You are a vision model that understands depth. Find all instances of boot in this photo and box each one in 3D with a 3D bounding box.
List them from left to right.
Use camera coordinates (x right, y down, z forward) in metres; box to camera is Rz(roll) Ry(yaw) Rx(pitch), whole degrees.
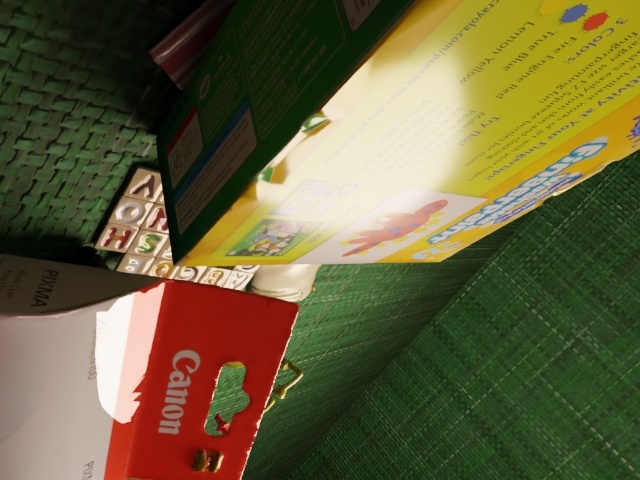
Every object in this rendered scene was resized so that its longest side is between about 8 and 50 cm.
[{"bbox_3d":[0.000,0.000,0.953,0.262,0.095,0.203,-23,149,-25],"label":"boot"}]

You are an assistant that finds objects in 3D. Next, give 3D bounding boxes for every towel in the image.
[{"bbox_3d":[-0.076,-0.186,0.613,0.144,0.029,0.197,-41,156,1],"label":"towel"}]

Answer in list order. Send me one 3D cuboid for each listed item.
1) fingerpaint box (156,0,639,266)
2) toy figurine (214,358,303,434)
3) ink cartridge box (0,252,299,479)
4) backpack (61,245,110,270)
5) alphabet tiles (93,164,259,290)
[{"bbox_3d":[0.105,-0.130,0.537,0.371,0.163,0.445,0,156,-34],"label":"fingerpaint box"},{"bbox_3d":[-0.235,0.249,0.915,0.362,0.191,0.217,-44,150,15],"label":"toy figurine"},{"bbox_3d":[-0.239,0.170,0.571,0.385,0.091,0.308,11,121,-14],"label":"ink cartridge box"},{"bbox_3d":[-0.299,0.112,0.663,0.173,0.117,0.158,-28,152,-23],"label":"backpack"},{"bbox_3d":[-0.145,-0.017,0.734,0.237,0.009,0.198,13,123,-44],"label":"alphabet tiles"}]
